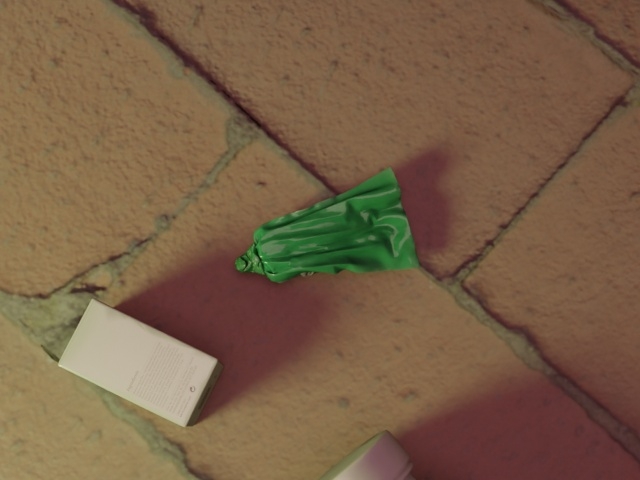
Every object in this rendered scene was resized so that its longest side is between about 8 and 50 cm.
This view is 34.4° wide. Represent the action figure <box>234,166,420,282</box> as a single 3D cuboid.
[{"bbox_3d":[0.000,0.000,1.348,0.232,0.063,0.137,-15,83,-9],"label":"action figure"}]

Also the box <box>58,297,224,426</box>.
[{"bbox_3d":[-0.217,0.154,1.275,0.170,0.130,0.091,26,80,2],"label":"box"}]

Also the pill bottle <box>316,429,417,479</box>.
[{"bbox_3d":[0.135,0.434,1.192,0.229,0.229,0.407,-37,83,-8],"label":"pill bottle"}]
